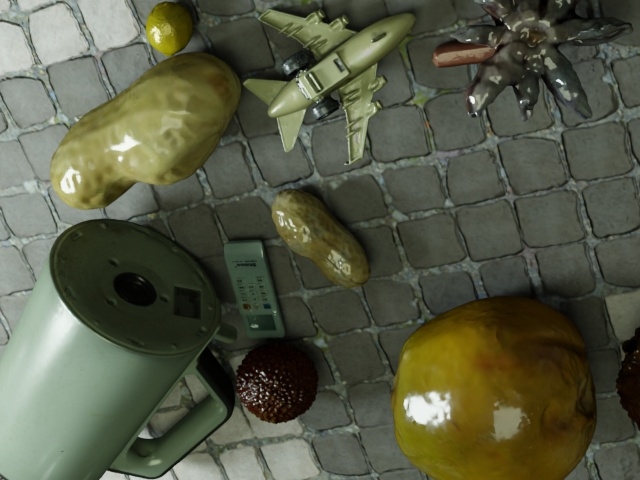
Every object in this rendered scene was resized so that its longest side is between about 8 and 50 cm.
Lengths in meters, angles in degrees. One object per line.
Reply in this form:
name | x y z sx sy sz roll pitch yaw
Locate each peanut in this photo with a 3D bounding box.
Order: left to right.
peanut | -0.237 -0.134 1.749 0.319 0.147 0.147 -30 107 25
peanut | 0.000 0.000 1.793 0.174 0.080 0.080 43 121 -10

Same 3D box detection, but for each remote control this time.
remote control | -0.094 0.071 1.890 0.061 0.029 0.162 -1 123 18

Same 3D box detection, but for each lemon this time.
lemon | -0.197 -0.276 1.703 0.062 0.062 0.083 14 135 7

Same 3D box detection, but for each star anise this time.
star anise | 0.254 -0.237 1.551 0.236 0.093 0.229 -41 89 2

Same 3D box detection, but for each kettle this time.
kettle | -0.295 0.198 1.922 0.361 0.250 0.376 17 128 -25

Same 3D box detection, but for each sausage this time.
sausage | 0.209 -0.237 1.630 0.147 0.030 0.035 -3 116 16

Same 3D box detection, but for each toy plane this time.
toy plane | 0.018 -0.217 1.662 0.244 0.092 0.229 -31 93 31

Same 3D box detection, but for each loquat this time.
loquat | 0.229 0.212 1.753 0.284 0.276 0.276 -3 118 20

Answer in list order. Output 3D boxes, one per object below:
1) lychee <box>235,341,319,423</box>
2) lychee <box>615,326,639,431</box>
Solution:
lychee | -0.067 0.209 1.905 0.123 0.129 0.123 7 105 28
lychee | 0.478 0.174 1.698 0.238 0.200 0.200 24 125 -25
